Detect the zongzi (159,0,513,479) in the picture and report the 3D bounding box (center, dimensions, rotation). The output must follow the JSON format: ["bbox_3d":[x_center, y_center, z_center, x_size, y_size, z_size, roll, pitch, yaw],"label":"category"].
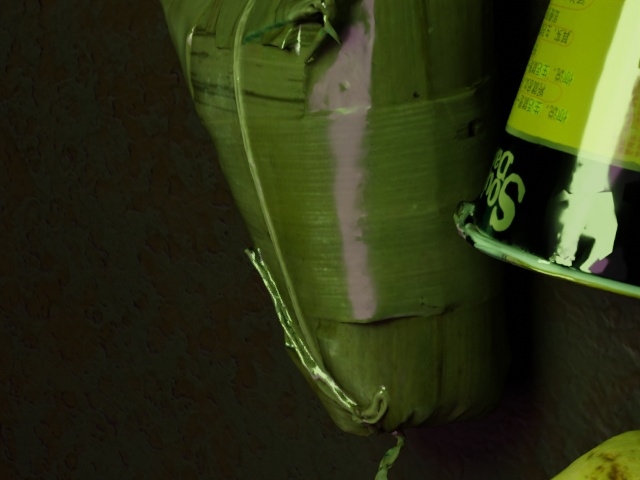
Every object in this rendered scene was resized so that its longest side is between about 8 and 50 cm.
[{"bbox_3d":[0.000,0.000,1.302,0.418,0.181,0.447,12,109,57],"label":"zongzi"}]

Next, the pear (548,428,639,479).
[{"bbox_3d":[0.228,0.246,1.055,0.271,0.271,0.271,9,103,42],"label":"pear"}]

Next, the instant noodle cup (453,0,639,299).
[{"bbox_3d":[0.210,-0.088,1.065,0.216,0.216,0.236,19,102,39],"label":"instant noodle cup"}]
